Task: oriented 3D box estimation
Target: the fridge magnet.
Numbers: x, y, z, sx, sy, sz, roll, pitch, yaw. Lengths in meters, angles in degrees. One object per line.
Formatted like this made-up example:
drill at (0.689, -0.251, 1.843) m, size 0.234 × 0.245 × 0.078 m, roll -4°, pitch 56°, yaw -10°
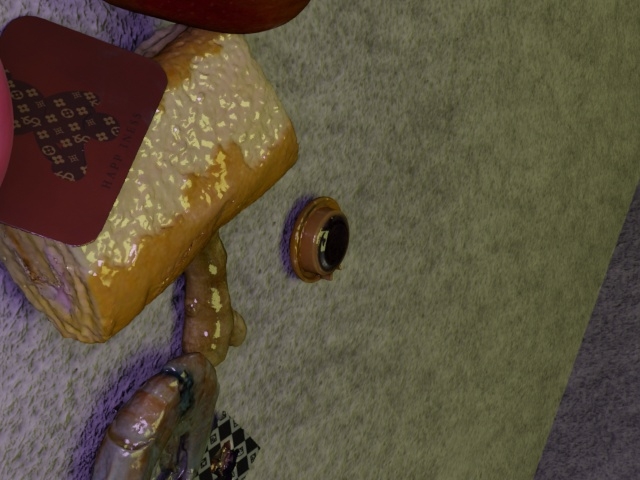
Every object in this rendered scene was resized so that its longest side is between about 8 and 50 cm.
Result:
fridge magnet at (0.000, 0.000, 1.676) m, size 0.143 × 0.063 × 0.143 m, roll -31°, pitch 128°, yaw -50°

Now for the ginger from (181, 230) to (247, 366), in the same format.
ginger at (-0.161, 0.042, 1.415) m, size 0.118 × 0.065 × 0.298 m, roll -47°, pitch 137°, yaw -49°

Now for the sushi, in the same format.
sushi at (-0.153, 0.331, 1.563) m, size 0.120 × 0.026 × 0.126 m, roll -61°, pitch 141°, yaw -23°

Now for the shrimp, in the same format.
shrimp at (-0.228, 0.317, 1.375) m, size 0.360 × 0.085 × 0.247 m, roll -65°, pitch 156°, yaw -13°

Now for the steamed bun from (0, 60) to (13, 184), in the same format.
steamed bun at (-0.367, -0.095, 0.805) m, size 0.309 × 0.309 × 0.309 m, roll -26°, pitch 121°, yaw -54°

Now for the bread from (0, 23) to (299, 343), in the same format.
bread at (-0.195, -0.077, 1.197) m, size 0.375 × 0.165 × 0.236 m, roll -49°, pitch 124°, yaw -38°

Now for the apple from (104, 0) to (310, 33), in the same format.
apple at (-0.131, -0.366, 1.121) m, size 0.317 × 0.288 × 0.288 m, roll -8°, pitch 107°, yaw -38°

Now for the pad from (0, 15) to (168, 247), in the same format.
pad at (-0.269, -0.118, 1.046) m, size 0.004 × 0.181 × 0.267 m, roll 119°, pitch -11°, yaw -50°
